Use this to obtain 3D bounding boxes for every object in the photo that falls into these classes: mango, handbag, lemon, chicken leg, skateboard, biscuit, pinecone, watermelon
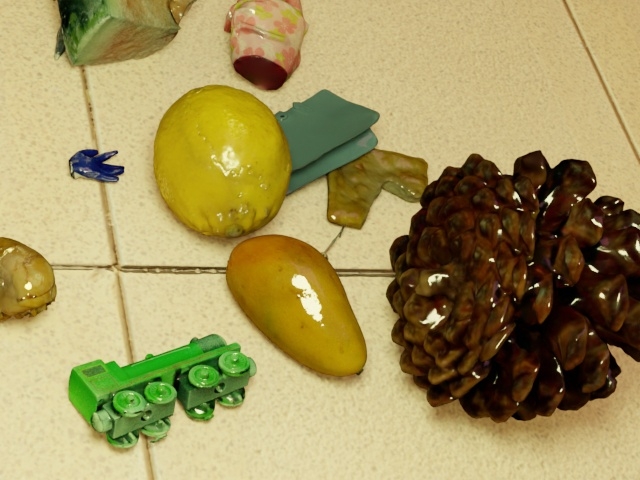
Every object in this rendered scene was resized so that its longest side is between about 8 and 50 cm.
[{"bbox_3d":[-0.026,0.087,1.956,0.253,0.138,0.113,45,7,16],"label":"mango"},{"bbox_3d":[-0.026,-0.160,2.199,0.221,0.057,0.144,-33,52,-32],"label":"handbag"},{"bbox_3d":[-0.143,-0.113,2.029,0.204,0.204,0.260,3,53,-22],"label":"lemon"},{"bbox_3d":[-0.427,0.040,1.859,0.085,0.101,0.207,-21,42,-40],"label":"chicken leg"},{"bbox_3d":[0.000,0.000,2.117,0.064,0.032,0.083,29,48,15],"label":"skateboard"},{"bbox_3d":[0.092,-0.083,2.219,0.183,0.039,0.174,8,48,-16],"label":"biscuit"},{"bbox_3d":[0.298,0.068,1.949,0.398,0.397,0.397,12,48,-14],"label":"pinecone"},{"bbox_3d":[-0.322,-0.407,2.177,0.302,0.151,0.264,14,67,-61],"label":"watermelon"}]

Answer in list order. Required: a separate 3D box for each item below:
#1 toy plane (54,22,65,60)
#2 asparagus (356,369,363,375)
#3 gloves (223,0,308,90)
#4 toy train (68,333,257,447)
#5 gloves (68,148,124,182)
[{"bbox_3d":[-0.387,-0.387,2.242,0.160,0.082,0.234,34,40,-32],"label":"toy plane"},{"bbox_3d":[0.002,0.134,2.008,0.016,0.016,0.163,-41,74,-20],"label":"asparagus"},{"bbox_3d":[-0.085,-0.361,2.328,0.145,0.126,0.241,11,56,-8],"label":"gloves"},{"bbox_3d":[-0.204,0.187,1.833,0.251,0.085,0.119,-17,45,-38],"label":"toy train"},{"bbox_3d":[-0.331,-0.113,2.065,0.086,0.026,0.064,4,48,-21],"label":"gloves"}]
